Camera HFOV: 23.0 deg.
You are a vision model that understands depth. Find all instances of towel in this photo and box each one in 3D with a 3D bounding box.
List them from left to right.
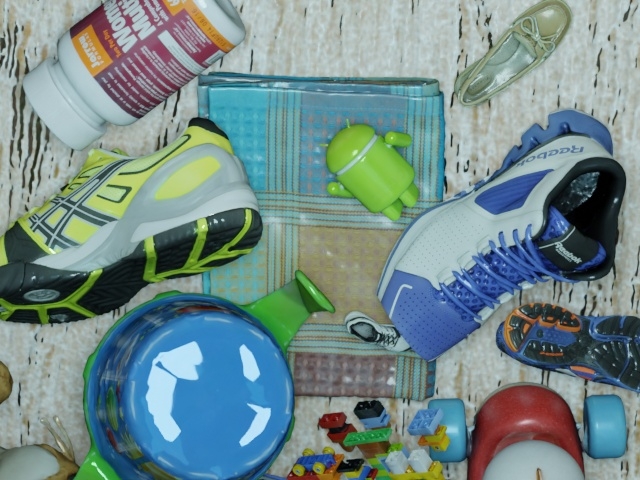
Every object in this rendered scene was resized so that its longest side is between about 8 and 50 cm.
[{"bbox_3d":[0.000,0.000,1.747,0.272,0.040,0.370,1,105,3],"label":"towel"}]

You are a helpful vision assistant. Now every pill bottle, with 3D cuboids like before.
[{"bbox_3d":[-0.198,-0.198,1.661,0.221,0.121,0.121,-35,100,10],"label":"pill bottle"}]

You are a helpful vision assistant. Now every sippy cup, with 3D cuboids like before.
[{"bbox_3d":[-0.126,0.163,1.627,0.240,0.224,0.305,13,82,-9],"label":"sippy cup"}]

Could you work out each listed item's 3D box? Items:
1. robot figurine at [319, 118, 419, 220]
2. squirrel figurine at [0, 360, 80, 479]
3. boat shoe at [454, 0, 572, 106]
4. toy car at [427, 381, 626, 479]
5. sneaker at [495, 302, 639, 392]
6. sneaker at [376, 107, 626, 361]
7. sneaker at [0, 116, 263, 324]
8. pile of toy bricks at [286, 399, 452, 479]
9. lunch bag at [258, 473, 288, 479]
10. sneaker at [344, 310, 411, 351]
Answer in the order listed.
[{"bbox_3d":[0.054,-0.075,1.668,0.115,0.067,0.101,44,115,-10],"label":"robot figurine"},{"bbox_3d":[-0.456,0.285,1.761,0.370,0.281,0.397,33,118,-17],"label":"squirrel figurine"},{"bbox_3d":[0.207,-0.198,1.680,0.153,0.048,0.056,-37,100,11],"label":"boat shoe"},{"bbox_3d":[0.229,0.284,1.707,0.219,0.238,0.210,-1,105,3],"label":"toy car"},{"bbox_3d":[0.293,0.117,1.749,0.221,0.087,0.083,18,77,-16],"label":"sneaker"},{"bbox_3d":[0.201,0.003,1.645,0.315,0.182,0.127,-45,110,7],"label":"sneaker"},{"bbox_3d":[-0.243,-0.013,1.719,0.385,0.145,0.147,-17,68,16],"label":"sneaker"},{"bbox_3d":[0.077,0.252,1.744,0.212,0.118,0.105,-12,123,42],"label":"pile of toy bricks"},{"bbox_3d":[-0.105,0.354,1.734,0.304,0.243,0.115,12,118,-1],"label":"lunch bag"},{"bbox_3d":[0.065,0.107,1.738,0.083,0.037,0.031,19,105,-5],"label":"sneaker"}]
